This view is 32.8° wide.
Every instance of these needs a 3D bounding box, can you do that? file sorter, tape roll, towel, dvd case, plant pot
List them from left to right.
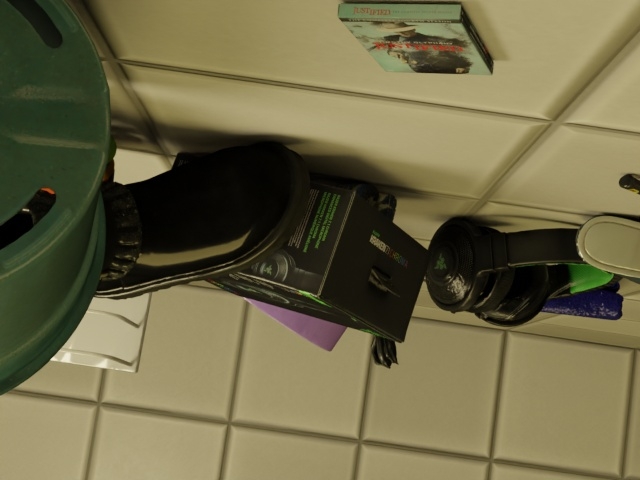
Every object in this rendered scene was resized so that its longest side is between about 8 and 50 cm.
[{"bbox_3d":[-0.308,-0.050,0.821,0.341,0.341,0.334,11,163,-17],"label":"plant pot"},{"bbox_3d":[-0.382,0.056,1.758,0.193,0.277,0.173,7,168,5],"label":"file sorter"},{"bbox_3d":[-0.072,0.064,1.735,0.275,0.090,0.275,34,179,1],"label":"tape roll"},{"bbox_3d":[0.071,-0.143,0.778,0.087,0.013,0.119,5,171,20],"label":"dvd case"},{"bbox_3d":[0.380,0.088,1.955,0.308,0.076,0.227,7,179,9],"label":"towel"}]

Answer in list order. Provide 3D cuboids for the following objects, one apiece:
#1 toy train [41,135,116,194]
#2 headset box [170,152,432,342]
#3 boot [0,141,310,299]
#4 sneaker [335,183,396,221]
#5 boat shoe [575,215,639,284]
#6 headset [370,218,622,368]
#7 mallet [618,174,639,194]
[{"bbox_3d":[-0.266,-0.086,1.290,0.248,0.105,0.143,8,158,-16],"label":"toy train"},{"bbox_3d":[-0.027,0.014,1.350,0.283,0.131,0.246,14,169,30],"label":"headset box"},{"bbox_3d":[-0.208,-0.024,1.157,0.348,0.131,0.260,-25,159,23],"label":"boot"},{"bbox_3d":[0.056,-0.046,1.402,0.058,0.052,0.135,15,169,27],"label":"sneaker"},{"bbox_3d":[0.440,0.033,1.341,0.254,0.095,0.079,14,-174,11],"label":"boat shoe"},{"bbox_3d":[0.240,0.077,1.565,0.394,0.185,0.243,-11,162,33],"label":"headset"},{"bbox_3d":[0.394,-0.036,1.156,0.190,0.039,0.062,20,168,-39],"label":"mallet"}]
